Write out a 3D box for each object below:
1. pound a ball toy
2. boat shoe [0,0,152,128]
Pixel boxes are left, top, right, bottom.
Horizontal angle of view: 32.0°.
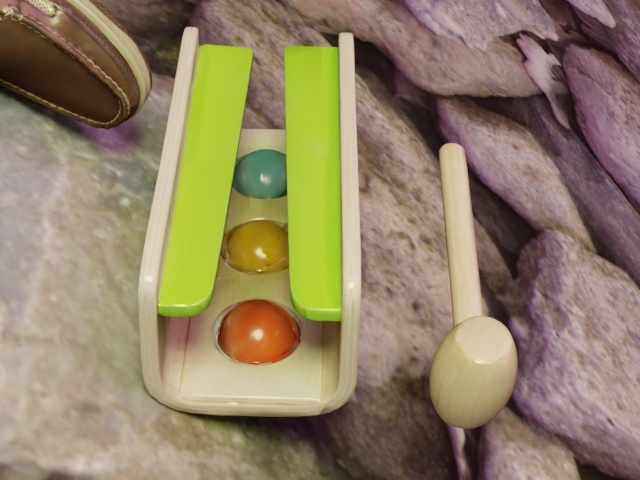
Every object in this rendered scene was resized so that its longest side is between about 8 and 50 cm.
[{"bbox_3d":[0.000,0.000,0.724,0.208,0.136,0.319,2,43,-2],"label":"pound a ball toy"},{"bbox_3d":[-0.231,-0.137,0.693,0.257,0.095,0.095,32,48,-12],"label":"boat shoe"}]
